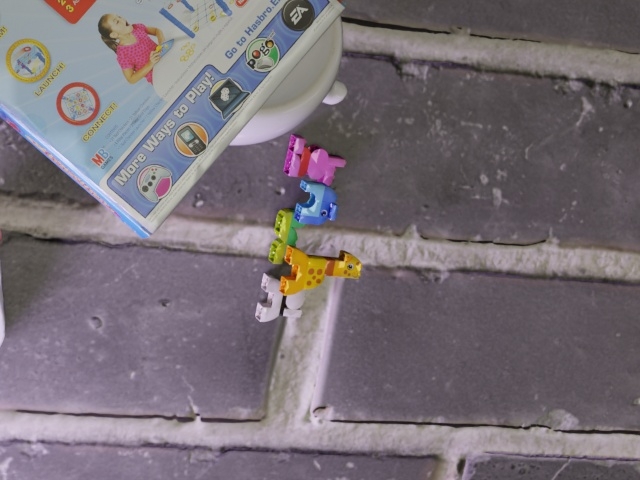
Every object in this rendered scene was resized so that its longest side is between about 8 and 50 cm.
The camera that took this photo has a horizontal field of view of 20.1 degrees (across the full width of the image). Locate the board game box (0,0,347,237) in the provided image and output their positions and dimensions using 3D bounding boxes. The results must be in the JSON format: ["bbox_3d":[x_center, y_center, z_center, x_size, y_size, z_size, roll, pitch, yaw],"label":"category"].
[{"bbox_3d":[-0.189,-0.214,1.790,0.302,0.086,0.308,41,81,-8],"label":"board game box"}]

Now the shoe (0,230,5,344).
[{"bbox_3d":[-0.379,0.050,2.002,0.063,0.081,0.178,2,135,-11],"label":"shoe"}]

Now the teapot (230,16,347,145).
[{"bbox_3d":[-0.112,-0.209,1.967,0.252,0.187,0.256,-40,93,-25],"label":"teapot"}]

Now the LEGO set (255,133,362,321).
[{"bbox_3d":[0.000,0.000,2.126,0.093,0.087,0.227,6,105,-23],"label":"LEGO set"}]
